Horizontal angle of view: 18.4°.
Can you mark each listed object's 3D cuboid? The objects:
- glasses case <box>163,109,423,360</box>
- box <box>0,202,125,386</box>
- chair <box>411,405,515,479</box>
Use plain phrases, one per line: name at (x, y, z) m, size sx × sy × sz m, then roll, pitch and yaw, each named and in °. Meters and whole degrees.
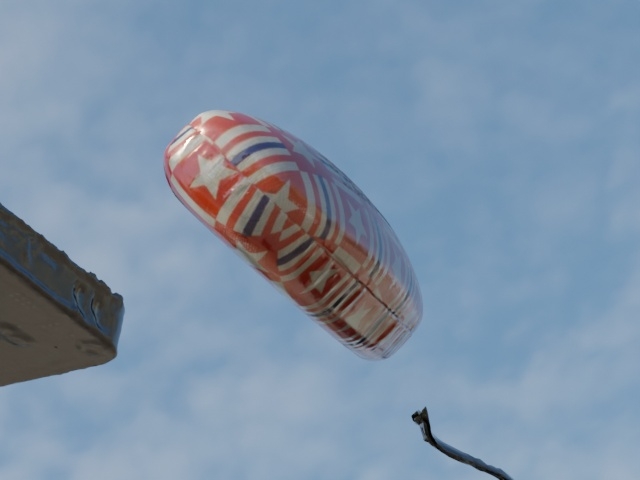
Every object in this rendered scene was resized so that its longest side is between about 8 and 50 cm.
glasses case at (0.000, 0.000, 0.763) m, size 0.049 × 0.073 × 0.194 m, roll -47°, pitch -21°, yaw 0°
box at (-0.350, 0.059, 1.629) m, size 0.350 × 0.058 × 0.211 m, roll -14°, pitch -40°, yaw 32°
chair at (0.090, 0.218, 0.985) m, size 0.213 × 0.174 × 0.149 m, roll 37°, pitch -78°, yaw -28°
